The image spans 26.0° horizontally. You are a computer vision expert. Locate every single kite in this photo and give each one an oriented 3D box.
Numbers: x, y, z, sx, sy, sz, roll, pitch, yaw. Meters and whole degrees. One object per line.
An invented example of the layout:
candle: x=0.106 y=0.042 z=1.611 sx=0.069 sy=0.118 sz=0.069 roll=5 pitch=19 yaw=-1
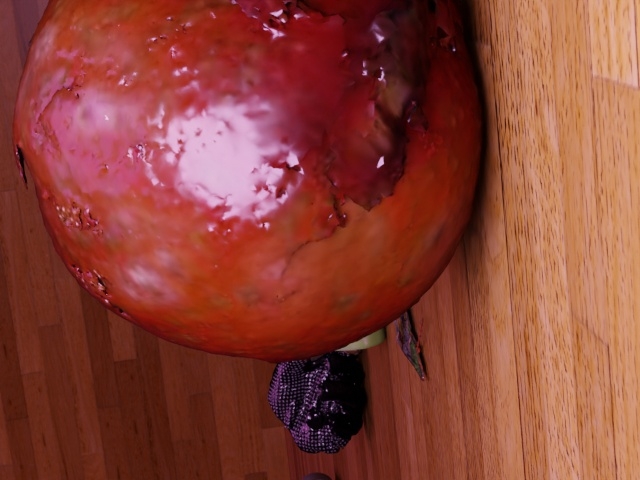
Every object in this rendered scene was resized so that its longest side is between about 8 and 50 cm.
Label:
kite: x=0.074 y=0.028 z=1.206 sx=0.244 sy=0.006 sz=0.198 roll=91 pitch=171 yaw=-60

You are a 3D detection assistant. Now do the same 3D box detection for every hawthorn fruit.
hawthorn fruit: x=-0.038 y=-0.061 z=0.860 sx=0.316 sy=0.316 sz=0.316 roll=173 pitch=90 yaw=-85

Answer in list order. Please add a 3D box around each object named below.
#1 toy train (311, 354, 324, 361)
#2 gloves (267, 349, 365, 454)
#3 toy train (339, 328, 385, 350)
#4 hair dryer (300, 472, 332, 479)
toy train: x=0.002 y=0.104 z=1.850 sx=0.234 sy=0.051 sz=0.052 roll=94 pitch=163 yaw=-66
gloves: x=0.017 y=0.169 z=1.667 sx=0.180 sy=0.106 sz=0.129 roll=-49 pitch=42 yaw=43
toy train: x=0.000 y=0.000 z=1.423 sx=0.157 sy=0.105 sz=0.253 roll=3 pitch=105 yaw=46
hair dryer: x=0.021 y=0.492 z=2.226 sx=0.131 sy=0.073 sz=0.236 roll=124 pitch=130 yaw=-85
